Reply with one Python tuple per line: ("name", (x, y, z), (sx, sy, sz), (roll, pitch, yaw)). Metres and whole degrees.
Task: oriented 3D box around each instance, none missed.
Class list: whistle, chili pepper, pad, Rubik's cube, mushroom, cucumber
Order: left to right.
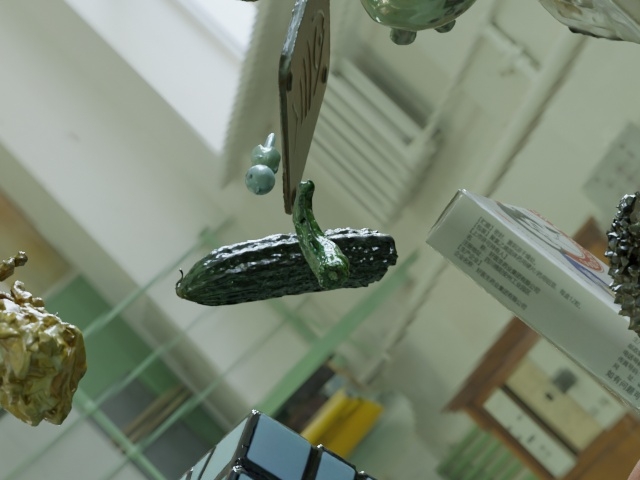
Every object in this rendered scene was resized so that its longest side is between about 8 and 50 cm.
("whistle", (-0.065, -0.086, 1.663), (0.100, 0.035, 0.035), (-78, 16, -46))
("Rubik's cube", (-0.074, 0.443, 1.894), (0.288, 0.283, 0.293), (-44, 20, 41))
("cucumber", (-0.039, 0.028, 1.647), (0.265, 0.077, 0.077), (-6, -35, -33))
("pad", (-0.018, -0.221, 1.899), (0.286, 0.018, 0.284), (90, -170, -51))
("chili pepper", (0.001, 0.005, 1.256), (0.035, 0.118, 0.055), (0, -45, -17))
("mushroom", (0.343, -0.341, 1.717), (0.162, 0.173, 0.236), (-51, 31, -5))

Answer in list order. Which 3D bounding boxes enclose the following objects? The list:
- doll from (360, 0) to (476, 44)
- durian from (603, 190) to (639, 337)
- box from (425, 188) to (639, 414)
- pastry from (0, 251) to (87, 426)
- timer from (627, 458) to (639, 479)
("doll", (0.108, -0.274, 1.358), (0.155, 0.113, 0.275), (-24, -9, -12))
("durian", (0.295, 0.011, 0.977), (0.167, 0.196, 0.196), (9, -53, -52))
("box", (0.271, 0.088, 1.273), (0.069, 0.353, 0.214), (-56, -23, 11))
("pastry", (-0.369, 0.111, 1.715), (0.102, 0.250, 0.154), (-13, -61, -36))
("timer", (0.430, 0.296, 1.501), (0.215, 0.230, 0.229), (24, -65, -38))
